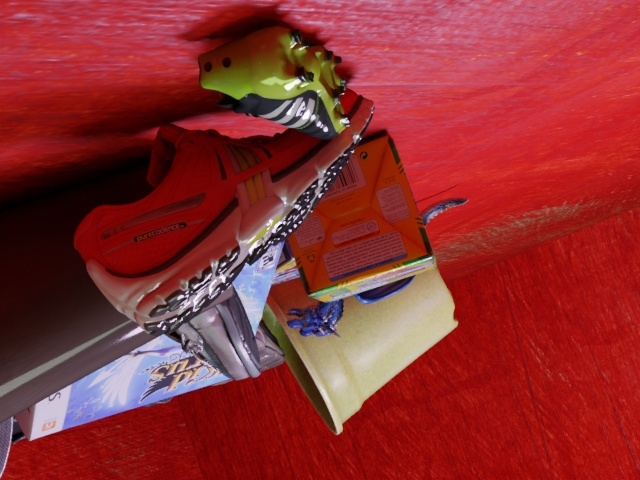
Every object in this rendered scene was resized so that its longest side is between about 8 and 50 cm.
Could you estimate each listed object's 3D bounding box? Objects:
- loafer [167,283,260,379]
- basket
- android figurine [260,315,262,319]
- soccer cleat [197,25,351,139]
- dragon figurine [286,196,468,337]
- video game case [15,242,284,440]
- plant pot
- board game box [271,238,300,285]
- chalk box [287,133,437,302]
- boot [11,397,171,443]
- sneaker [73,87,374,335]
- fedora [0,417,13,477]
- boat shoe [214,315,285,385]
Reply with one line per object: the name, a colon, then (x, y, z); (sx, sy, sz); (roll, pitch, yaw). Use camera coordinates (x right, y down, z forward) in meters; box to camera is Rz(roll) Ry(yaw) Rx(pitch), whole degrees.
loafer: (-0.133, 0.052, 1.274); (0.084, 0.096, 0.267); (-19, 138, 4)
basket: (-0.197, 0.031, 1.042); (0.227, 0.154, 0.204); (-24, -152, -12)
android figurine: (-0.191, 0.080, 1.617); (0.248, 0.056, 0.273); (7, 161, -34)
soccer cleat: (-0.027, -0.104, 0.876); (0.072, 0.060, 0.179); (-8, 171, 15)
dragon figurine: (0.080, 0.040, 1.818); (0.289, 0.144, 0.085); (-18, 173, -4)
video game case: (-0.183, 0.083, 1.387); (0.269, 0.061, 0.244); (-14, 143, -31)
plant pot: (0.063, 0.118, 2.033); (0.254, 0.276, 0.276); (-30, 174, -8)
board game box: (0.000, 0.000, 1.656); (0.194, 0.060, 0.194); (-16, 172, -29)
chalk box: (0.040, -0.015, 1.366); (0.132, 0.132, 0.213); (-19, 173, 6)
boot: (-0.444, 0.232, 1.996); (0.445, 0.146, 0.367); (-15, 171, 6)
sneaker: (-0.065, -0.052, 0.967); (0.279, 0.118, 0.107); (-41, 172, -37)
fedora: (-0.514, 0.225, 1.541); (0.275, 0.244, 0.124); (-1, -169, -45)
boat shoe: (-0.134, 0.134, 2.009); (0.132, 0.130, 0.355); (-16, 166, -4)
